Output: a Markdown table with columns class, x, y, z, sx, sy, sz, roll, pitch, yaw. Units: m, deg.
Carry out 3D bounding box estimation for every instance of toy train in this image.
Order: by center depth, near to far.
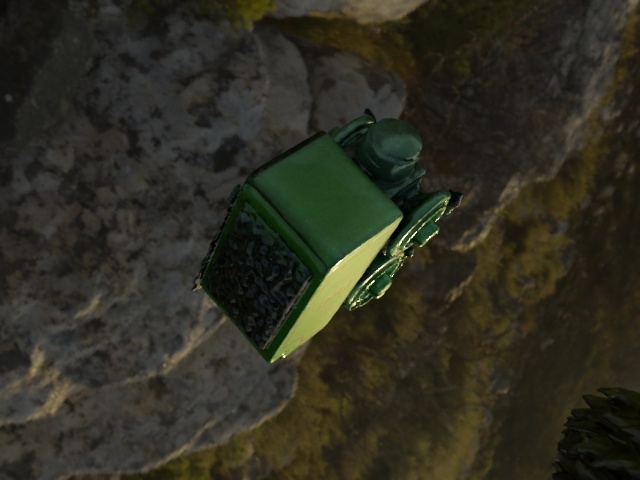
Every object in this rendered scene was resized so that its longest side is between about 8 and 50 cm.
| class | x | y | z | sx | sy | sz | roll | pitch | yaw |
| --- | --- | --- | --- | --- | --- | --- | --- | --- | --- |
| toy train | 0.000 | 0.000 | 0.783 | 0.188 | 0.132 | 0.243 | -34 | 166 | -33 |

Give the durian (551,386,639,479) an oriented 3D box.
| class | x | y | z | sx | sy | sz | roll | pitch | yaw |
| --- | --- | --- | --- | --- | --- | --- | --- | --- | --- |
| durian | 0.238 | 0.200 | 0.422 | 0.169 | 0.355 | 0.157 | 19 | 115 | -50 |
